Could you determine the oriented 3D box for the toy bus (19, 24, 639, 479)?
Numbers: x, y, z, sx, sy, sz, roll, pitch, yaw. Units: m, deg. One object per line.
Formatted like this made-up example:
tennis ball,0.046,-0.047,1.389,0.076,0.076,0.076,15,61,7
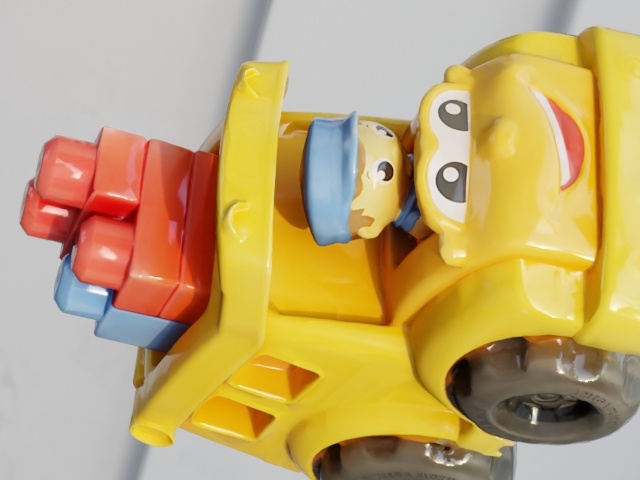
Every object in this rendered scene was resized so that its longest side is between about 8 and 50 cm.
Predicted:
toy bus,0.000,0.000,0.617,0.211,0.220,0.149,17,59,-18
